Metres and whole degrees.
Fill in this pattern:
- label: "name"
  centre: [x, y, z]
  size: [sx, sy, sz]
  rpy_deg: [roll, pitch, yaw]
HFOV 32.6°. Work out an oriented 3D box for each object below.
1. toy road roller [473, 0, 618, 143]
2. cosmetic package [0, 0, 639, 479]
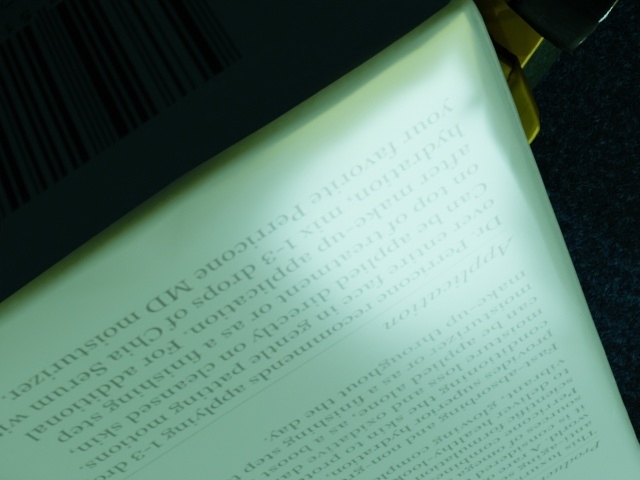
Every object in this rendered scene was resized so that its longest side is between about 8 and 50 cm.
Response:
- label: "toy road roller"
  centre: [0.061, -0.148, 0.750]
  size: [0.329, 0.202, 0.240]
  rpy_deg: [-55, -178, 17]
- label: "cosmetic package"
  centre: [-0.001, 0.048, 0.539]
  size: [0.230, 0.161, 0.453]
  rpy_deg: [-33, 143, 2]
